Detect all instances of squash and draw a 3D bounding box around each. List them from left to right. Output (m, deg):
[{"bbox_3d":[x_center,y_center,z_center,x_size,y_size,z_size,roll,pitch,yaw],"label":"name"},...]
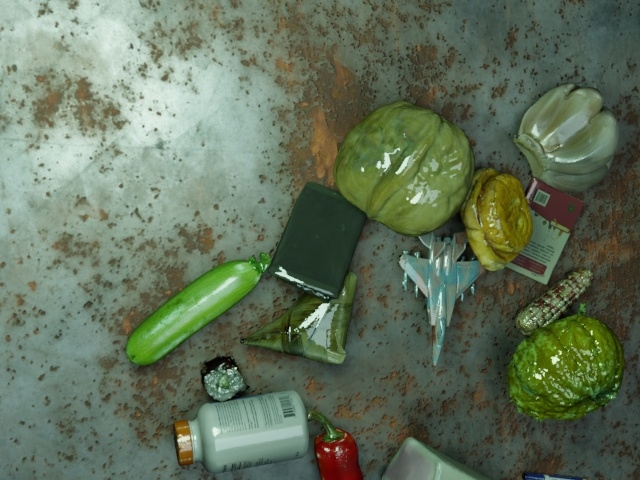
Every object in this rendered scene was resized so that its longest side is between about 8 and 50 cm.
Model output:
[{"bbox_3d":[-0.267,0.142,1.732,0.379,0.101,0.101,-35,109,-3],"label":"squash"}]

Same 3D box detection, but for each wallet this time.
[{"bbox_3d":[0.000,0.000,1.770,0.169,0.052,0.245,24,69,-4],"label":"wallet"}]

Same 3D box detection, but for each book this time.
[{"bbox_3d":[0.548,-0.021,1.989,0.162,0.022,0.232,23,94,-17],"label":"book"}]

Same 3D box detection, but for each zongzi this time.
[{"bbox_3d":[-0.046,0.155,1.805,0.242,0.112,0.221,13,86,-6],"label":"zongzi"}]

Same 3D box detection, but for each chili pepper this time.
[{"bbox_3d":[0.056,0.570,1.915,0.110,0.110,0.387,-19,107,-13],"label":"chili pepper"}]

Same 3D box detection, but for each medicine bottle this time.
[{"bbox_3d":[-0.181,0.433,1.787,0.289,0.157,0.157,-6,103,-15],"label":"medicine bottle"}]

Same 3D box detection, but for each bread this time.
[{"bbox_3d":[0.410,-0.055,1.863,0.198,0.120,0.236,-40,114,-47],"label":"bread"}]

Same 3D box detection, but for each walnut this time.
[{"bbox_3d":[0.186,-0.160,1.726,0.282,0.253,0.277,38,88,-21],"label":"walnut"}]

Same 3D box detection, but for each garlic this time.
[{"bbox_3d":[0.604,-0.246,1.912,0.292,0.210,0.237,-29,71,-10],"label":"garlic"}]

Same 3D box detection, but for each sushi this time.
[{"bbox_3d":[-0.217,0.316,1.791,0.094,0.084,0.098,-26,103,-12],"label":"sushi"}]

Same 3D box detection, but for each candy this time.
[{"bbox_3d":[0.348,0.639,1.971,0.359,0.208,0.145,31,85,-19],"label":"candy"}]

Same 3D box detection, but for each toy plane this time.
[{"bbox_3d":[0.281,0.132,1.891,0.223,0.104,0.326,5,96,-17],"label":"toy plane"}]

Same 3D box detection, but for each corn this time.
[{"bbox_3d":[0.596,0.156,2.017,0.237,0.079,0.079,-39,110,-10],"label":"corn"}]

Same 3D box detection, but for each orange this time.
[{"bbox_3d":[0.600,0.321,1.939,0.301,0.223,0.300,-22,139,-9],"label":"orange"}]

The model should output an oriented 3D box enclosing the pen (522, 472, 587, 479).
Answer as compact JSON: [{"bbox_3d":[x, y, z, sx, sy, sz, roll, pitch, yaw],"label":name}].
[{"bbox_3d":[0.637,0.649,2.155,0.204,0.025,0.025,12,97,-18],"label":"pen"}]
